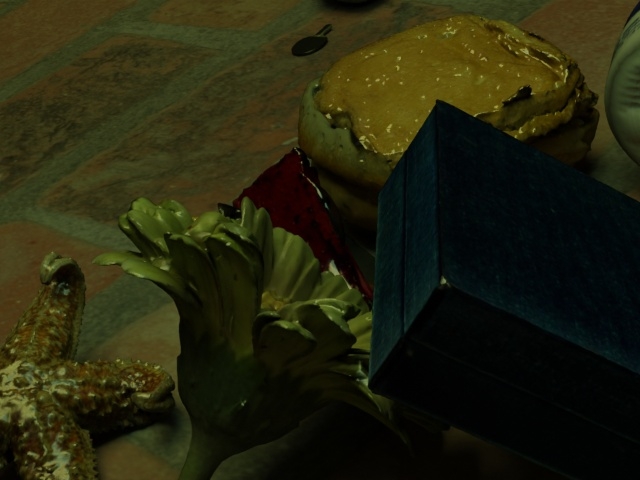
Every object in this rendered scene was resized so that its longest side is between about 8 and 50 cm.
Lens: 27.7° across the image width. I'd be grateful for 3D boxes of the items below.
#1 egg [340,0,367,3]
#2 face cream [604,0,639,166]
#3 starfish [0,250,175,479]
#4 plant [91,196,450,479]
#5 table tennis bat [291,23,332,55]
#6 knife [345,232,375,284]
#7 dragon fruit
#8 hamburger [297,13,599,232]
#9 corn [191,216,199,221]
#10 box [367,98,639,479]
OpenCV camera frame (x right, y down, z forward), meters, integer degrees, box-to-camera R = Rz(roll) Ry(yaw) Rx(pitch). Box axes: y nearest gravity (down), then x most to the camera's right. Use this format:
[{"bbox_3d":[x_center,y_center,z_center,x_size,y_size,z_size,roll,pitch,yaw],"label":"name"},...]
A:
[{"bbox_3d":[0.041,-0.419,1.956,0.131,0.131,0.164,-20,54,-1],"label":"egg"},{"bbox_3d":[0.378,-0.147,1.236,0.206,0.206,0.111,-2,38,26],"label":"face cream"},{"bbox_3d":[-0.293,0.149,1.188,0.312,0.113,0.303,30,50,33],"label":"starfish"},{"bbox_3d":[-0.043,0.096,1.067,0.306,0.297,0.261,26,34,0],"label":"plant"},{"bbox_3d":[-0.009,-0.290,1.877,0.050,0.007,0.083,7,40,37],"label":"table tennis bat"},{"bbox_3d":[-0.008,0.002,1.393,0.072,0.019,0.245,-28,33,-14],"label":"knife"},{"bbox_3d":[0.013,0.000,1.265,0.092,0.122,0.192,-8,55,-44],"label":"dragon fruit"},{"bbox_3d":[0.128,-0.118,1.374,0.319,0.158,0.318,-13,30,8],"label":"hamburger"},{"bbox_3d":[-0.102,0.007,1.387,0.206,0.067,0.067,9,40,40],"label":"corn"},{"bbox_3d":[0.183,0.052,0.972,0.279,0.116,0.261,24,30,-11],"label":"box"}]
